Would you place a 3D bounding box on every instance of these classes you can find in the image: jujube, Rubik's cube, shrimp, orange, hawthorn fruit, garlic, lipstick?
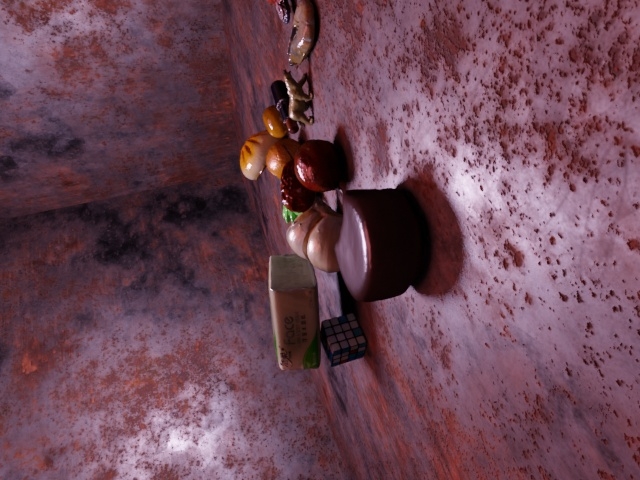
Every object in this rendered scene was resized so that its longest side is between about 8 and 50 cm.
[{"bbox_3d":[-0.082,-0.213,1.745,0.155,0.155,0.230,91,180,-46],"label":"jujube"},{"bbox_3d":[0.094,0.424,1.921,0.151,0.154,0.155,95,156,-52],"label":"Rubik's cube"},{"bbox_3d":[-0.074,-0.738,1.624,0.317,0.077,0.168,151,114,-71],"label":"shrimp"},{"bbox_3d":[-0.157,-0.372,2.057,0.161,0.193,0.193,47,159,10],"label":"orange"},{"bbox_3d":[-0.206,-0.573,2.161,0.156,0.124,0.156,60,175,9],"label":"orange"},{"bbox_3d":[0.005,-0.249,1.605,0.235,0.181,0.181,56,158,25],"label":"hawthorn fruit"},{"bbox_3d":[0.000,0.000,1.838,0.313,0.286,0.249,102,-165,-49],"label":"garlic"},{"bbox_3d":[-0.156,-0.599,2.014,0.081,0.081,0.299,99,155,-57],"label":"lipstick"}]

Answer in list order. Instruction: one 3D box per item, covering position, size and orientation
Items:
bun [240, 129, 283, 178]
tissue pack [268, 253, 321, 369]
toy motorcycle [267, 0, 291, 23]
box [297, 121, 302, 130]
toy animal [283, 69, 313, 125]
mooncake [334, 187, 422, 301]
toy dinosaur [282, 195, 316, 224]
[{"bbox_3d":[-0.326,-0.472,2.369,0.165,0.298,0.299,37,170,-10],"label":"bun"},{"bbox_3d":[-0.113,0.299,1.943,0.331,0.206,0.404,-104,11,-65],"label":"tissue pack"},{"bbox_3d":[-0.149,-0.957,1.636,0.298,0.089,0.171,95,157,-51],"label":"toy motorcycle"},{"bbox_3d":[-0.091,-0.526,1.983,0.083,0.012,0.046,118,137,-71],"label":"box"},{"bbox_3d":[-0.090,-0.562,1.769,0.103,0.101,0.218,-116,18,-44],"label":"toy animal"},{"bbox_3d":[0.154,0.012,1.265,0.334,0.174,0.325,-136,37,-69],"label":"mooncake"},{"bbox_3d":[-0.073,-0.249,2.049,0.374,0.144,0.499,-125,39,-54],"label":"toy dinosaur"}]
